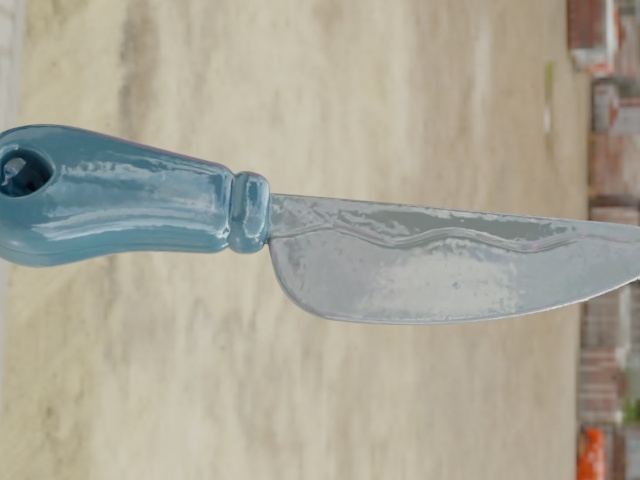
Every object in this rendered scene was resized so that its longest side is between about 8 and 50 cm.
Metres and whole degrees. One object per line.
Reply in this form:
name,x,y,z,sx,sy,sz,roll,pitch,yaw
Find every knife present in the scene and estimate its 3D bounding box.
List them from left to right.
knife,-0.001,0.002,0.500,0.032,0.244,0.058,103,-4,-54
